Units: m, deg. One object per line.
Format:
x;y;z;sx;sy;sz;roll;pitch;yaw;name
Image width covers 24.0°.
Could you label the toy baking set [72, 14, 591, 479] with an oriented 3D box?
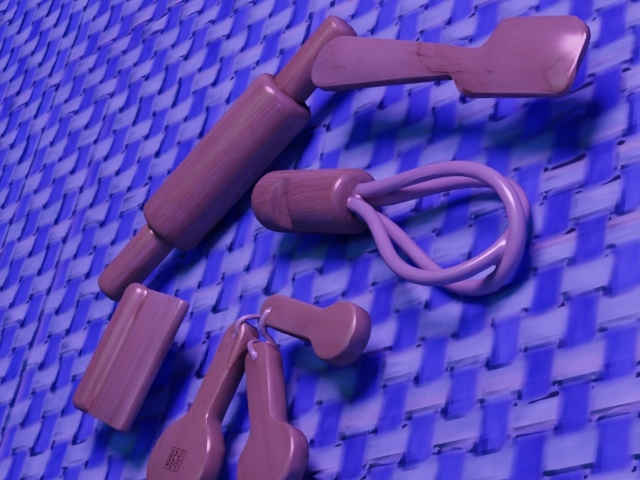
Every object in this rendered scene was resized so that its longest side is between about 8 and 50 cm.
-0.003;-0.003;0.589;0.256;0.030;0.197;-50;37;11;toy baking set
